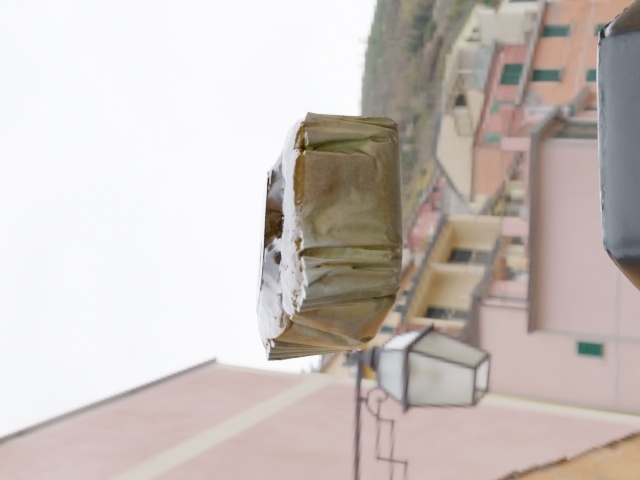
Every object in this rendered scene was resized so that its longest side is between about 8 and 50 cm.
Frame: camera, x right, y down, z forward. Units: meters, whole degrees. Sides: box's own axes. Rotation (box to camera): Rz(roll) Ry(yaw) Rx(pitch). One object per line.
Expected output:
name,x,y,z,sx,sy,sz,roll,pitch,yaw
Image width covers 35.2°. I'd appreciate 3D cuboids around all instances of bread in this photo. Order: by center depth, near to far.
bread,-0.001,-0.002,0.930,0.192,0.109,0.210,119,156,-62

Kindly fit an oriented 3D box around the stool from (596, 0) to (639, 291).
stool,0.258,-0.053,0.547,0.232,0.141,0.232,1,-91,-44
